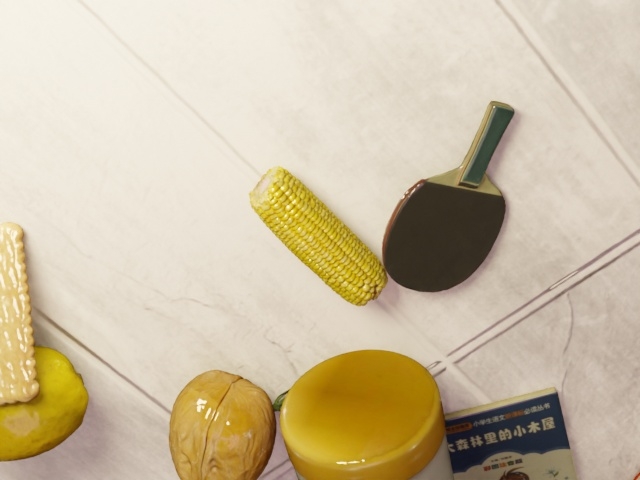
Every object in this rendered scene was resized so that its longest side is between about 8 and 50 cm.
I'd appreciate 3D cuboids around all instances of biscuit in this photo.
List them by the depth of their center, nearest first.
[{"bbox_3d":[-0.474,0.106,1.302,0.160,0.030,0.250,-9,84,2],"label":"biscuit"}]

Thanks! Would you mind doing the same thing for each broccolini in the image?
[{"bbox_3d":[-0.065,0.264,1.510,0.140,0.030,0.035,-36,153,24],"label":"broccolini"}]

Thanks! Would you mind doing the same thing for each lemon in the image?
[{"bbox_3d":[-0.442,0.240,1.384,0.207,0.170,0.170,-20,122,1],"label":"lemon"}]

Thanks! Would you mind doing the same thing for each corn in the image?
[{"bbox_3d":[0.000,0.000,1.307,0.081,0.081,0.248,-36,118,19],"label":"corn"}]

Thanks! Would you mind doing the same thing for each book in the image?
[{"bbox_3d":[0.318,0.396,1.614,0.228,0.018,0.322,-17,122,7],"label":"book"}]

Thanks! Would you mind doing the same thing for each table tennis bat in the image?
[{"bbox_3d":[0.187,-0.052,1.303,0.173,0.022,0.301,9,119,-22],"label":"table tennis bat"}]

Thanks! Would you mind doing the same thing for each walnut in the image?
[{"bbox_3d":[-0.150,0.296,1.446,0.165,0.165,0.197,1,122,-3],"label":"walnut"}]

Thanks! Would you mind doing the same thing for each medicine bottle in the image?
[{"bbox_3d":[0.076,0.325,1.425,0.238,0.238,0.232,-11,123,4],"label":"medicine bottle"}]

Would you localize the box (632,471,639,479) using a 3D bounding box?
[{"bbox_3d":[0.655,0.543,1.547,0.257,0.318,0.349,19,119,-16],"label":"box"}]
